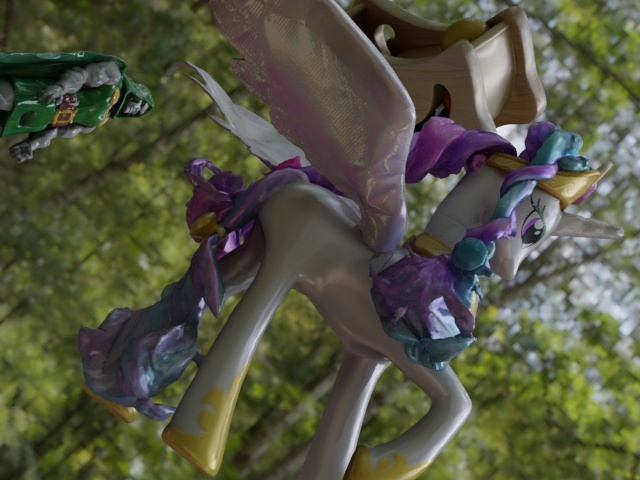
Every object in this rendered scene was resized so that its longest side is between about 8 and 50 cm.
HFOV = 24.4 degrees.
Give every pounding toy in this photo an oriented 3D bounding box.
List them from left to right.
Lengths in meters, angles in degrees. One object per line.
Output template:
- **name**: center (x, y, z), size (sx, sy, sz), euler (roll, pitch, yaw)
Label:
- **pounding toy**: center (0.096, -0.158, 1.289), size (0.269, 0.155, 0.154), euler (-8, -66, 58)

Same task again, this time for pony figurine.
- **pony figurine**: center (0.000, 0.000, 1.044), size (0.351, 0.363, 0.303), euler (38, -13, -2)

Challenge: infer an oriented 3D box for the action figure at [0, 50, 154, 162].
- **action figure**: center (-0.228, -0.106, 1.142), size (0.063, 0.232, 0.137), euler (59, -44, 23)
